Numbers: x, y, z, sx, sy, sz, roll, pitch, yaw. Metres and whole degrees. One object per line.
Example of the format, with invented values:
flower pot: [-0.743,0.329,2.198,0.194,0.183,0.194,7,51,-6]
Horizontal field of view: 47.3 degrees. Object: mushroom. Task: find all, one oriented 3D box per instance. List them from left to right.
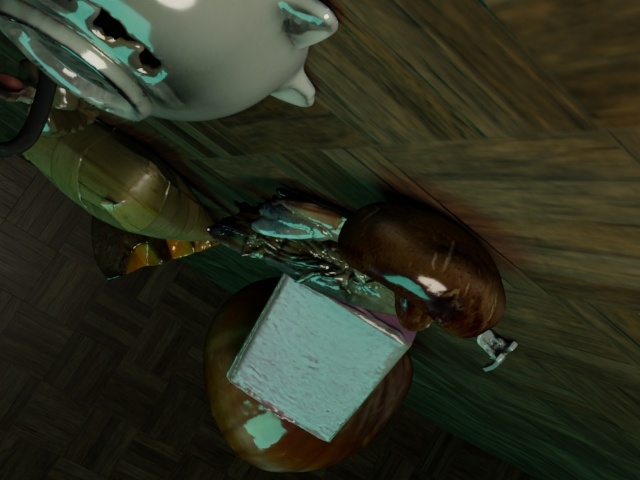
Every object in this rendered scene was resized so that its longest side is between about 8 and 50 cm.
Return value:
mushroom: [0.082,0.025,0.566,0.135,0.080,0.170,41,174,21]

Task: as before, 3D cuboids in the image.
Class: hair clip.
hair clip: [0.200,0.128,0.850,0.039,0.030,0.115,48,173,20]

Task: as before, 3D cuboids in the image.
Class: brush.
brush: [-0.274,-0.137,0.682,0.084,0.071,0.301,37,-176,-10]

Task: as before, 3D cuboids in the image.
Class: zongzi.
zongzi: [-0.264,-0.081,1.017,0.228,0.115,0.256,31,-179,24]

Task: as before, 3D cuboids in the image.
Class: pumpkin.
pumpkin: [-0.256,-0.038,1.190,0.149,0.130,0.254,68,-157,-2]

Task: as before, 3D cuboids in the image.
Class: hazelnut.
hazelnut: [-0.025,0.224,1.239,0.372,0.315,0.372,2,152,1]

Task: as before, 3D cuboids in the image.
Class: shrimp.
shrimp: [-0.004,0.007,0.755,0.289,0.075,0.178,28,161,20]

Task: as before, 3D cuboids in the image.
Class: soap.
soap: [-0.002,0.138,0.964,0.181,0.081,0.259,30,132,1]

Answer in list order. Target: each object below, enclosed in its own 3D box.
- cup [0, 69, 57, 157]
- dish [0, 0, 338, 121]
cup: [-0.269,-0.151,0.468,0.223,0.176,0.169,33,168,-34]
dish: [-0.112,-0.125,0.387,0.236,0.086,0.228,32,170,-6]
